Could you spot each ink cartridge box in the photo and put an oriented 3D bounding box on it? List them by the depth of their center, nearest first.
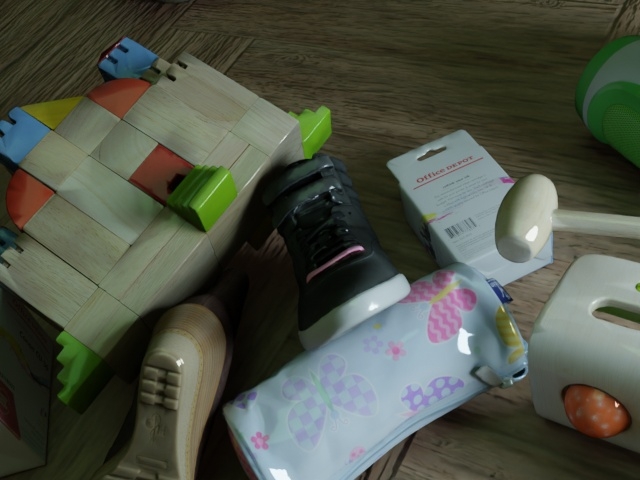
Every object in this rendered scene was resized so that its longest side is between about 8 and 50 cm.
[{"bbox_3d":[-0.330,0.125,0.873,0.067,0.115,0.198,-17,46,2],"label":"ink cartridge box"},{"bbox_3d":[0.154,-0.031,0.910,0.104,0.062,0.181,-24,46,-6],"label":"ink cartridge box"}]

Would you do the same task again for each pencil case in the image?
[{"bbox_3d":[0.049,0.132,0.755,0.273,0.113,0.124,-29,72,-12],"label":"pencil case"}]

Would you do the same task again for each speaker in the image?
[{"bbox_3d":[0.390,-0.093,0.851,0.131,0.131,0.296,-28,46,-9],"label":"speaker"}]

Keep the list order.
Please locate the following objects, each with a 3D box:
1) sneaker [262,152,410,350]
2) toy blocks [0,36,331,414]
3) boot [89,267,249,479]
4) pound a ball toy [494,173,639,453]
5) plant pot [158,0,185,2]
[{"bbox_3d":[0.000,0.000,0.766,0.104,0.147,0.296,-28,5,5],"label":"sneaker"},{"bbox_3d":[-0.206,-0.055,0.851,0.261,0.191,0.381,32,72,15],"label":"toy blocks"},{"bbox_3d":[-0.125,0.161,0.782,0.090,0.248,0.207,19,17,5],"label":"boot"},{"bbox_3d":[0.276,0.091,0.645,0.319,0.208,0.136,17,53,34],"label":"pound a ball toy"},{"bbox_3d":[-0.246,-0.504,1.390,0.284,0.191,0.284,-9,46,10],"label":"plant pot"}]
